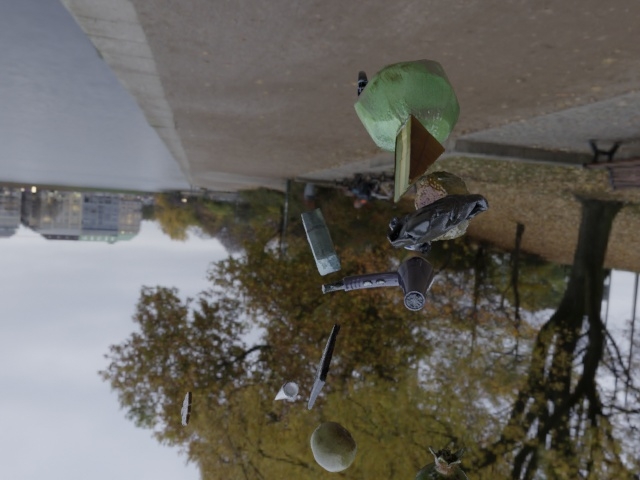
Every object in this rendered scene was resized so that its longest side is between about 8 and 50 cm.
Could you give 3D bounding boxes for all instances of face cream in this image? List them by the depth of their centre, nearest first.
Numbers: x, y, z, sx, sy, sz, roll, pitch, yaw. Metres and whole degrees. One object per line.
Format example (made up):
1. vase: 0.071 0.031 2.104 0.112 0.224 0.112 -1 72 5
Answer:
1. face cream: -0.122 0.559 2.180 0.092 0.058 0.243 -36 173 -18

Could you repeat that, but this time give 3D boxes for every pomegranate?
1. pomegranate: 0.333 0.644 1.556 0.156 0.220 0.156 11 -144 -8

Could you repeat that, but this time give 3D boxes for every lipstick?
1. lipstick: 0.000 0.000 1.906 0.076 0.077 0.289 -17 -145 -3

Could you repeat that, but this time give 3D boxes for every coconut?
1. coconut: 0.265 -0.421 1.820 0.329 0.328 0.281 6 149 28

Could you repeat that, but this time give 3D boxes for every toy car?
1. toy car: 0.300 -0.014 1.948 0.080 0.070 0.170 8 -153 -41

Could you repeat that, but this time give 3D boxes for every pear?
1. pear: 0.044 0.684 1.949 0.167 0.137 0.167 48 178 3

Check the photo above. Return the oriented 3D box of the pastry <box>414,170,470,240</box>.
1. pastry: 0.348 -0.097 1.645 0.093 0.192 0.182 -11 171 -23

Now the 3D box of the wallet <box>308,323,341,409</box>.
1. wallet: 0.009 0.346 1.633 0.025 0.124 0.244 20 -148 1

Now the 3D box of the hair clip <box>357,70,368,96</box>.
1. hair clip: 0.152 -0.579 2.099 0.039 0.070 0.229 1 -147 4

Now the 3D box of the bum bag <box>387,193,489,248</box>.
1. bum bag: 0.257 -0.052 1.282 0.326 0.079 0.142 -19 169 -48

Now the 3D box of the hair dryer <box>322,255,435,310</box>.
1. hair dryer: 0.177 0.146 1.842 0.362 0.121 0.301 -8 -165 13

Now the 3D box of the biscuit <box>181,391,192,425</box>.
1. biscuit: -0.504 0.636 2.219 0.019 0.129 0.119 9 -174 -22

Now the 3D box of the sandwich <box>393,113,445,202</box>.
1. sandwich: 0.225 -0.222 1.593 0.144 0.187 0.117 42 150 6
